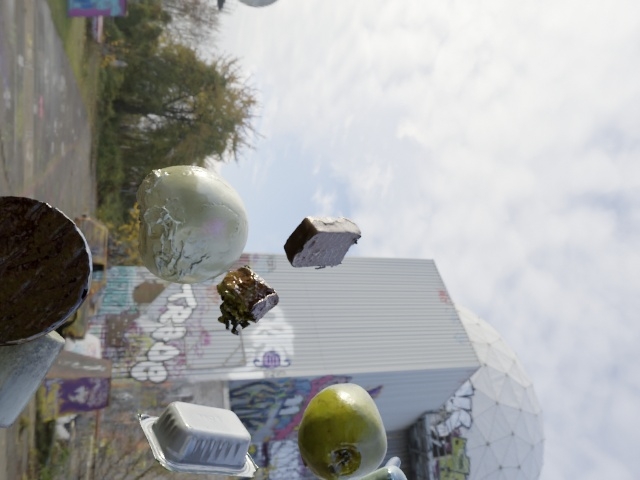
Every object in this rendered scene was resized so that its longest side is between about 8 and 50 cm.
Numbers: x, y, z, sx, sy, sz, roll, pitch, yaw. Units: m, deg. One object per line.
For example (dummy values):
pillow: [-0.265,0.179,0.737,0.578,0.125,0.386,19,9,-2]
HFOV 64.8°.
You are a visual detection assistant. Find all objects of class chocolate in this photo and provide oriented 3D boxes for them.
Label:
chocolate: [0.000,0.000,1.407,0.148,0.214,0.093,-55,-127,27]

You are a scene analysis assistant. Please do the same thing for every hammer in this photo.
hammer: [0.133,0.481,1.020,0.116,0.194,0.069,-34,-104,16]

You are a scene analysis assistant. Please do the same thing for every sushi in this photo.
sushi: [-0.257,0.193,1.650,0.297,0.179,0.166,26,-36,42]

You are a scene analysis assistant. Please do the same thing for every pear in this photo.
pear: [0.073,0.607,1.648,0.375,0.288,0.287,-59,158,-74]

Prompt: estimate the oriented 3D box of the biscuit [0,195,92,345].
biscuit: [-0.831,0.080,1.353,0.091,0.408,0.406,139,-50,-63]

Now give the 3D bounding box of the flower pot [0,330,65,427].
flower pot: [-1.089,0.428,1.749,0.330,0.294,0.294,-55,-165,-16]

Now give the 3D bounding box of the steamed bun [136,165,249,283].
steamed bun: [-0.349,-0.041,1.424,0.233,0.312,0.333,25,-57,58]

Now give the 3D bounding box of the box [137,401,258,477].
box: [-0.345,0.577,1.512,0.264,0.337,0.105,28,-89,52]
